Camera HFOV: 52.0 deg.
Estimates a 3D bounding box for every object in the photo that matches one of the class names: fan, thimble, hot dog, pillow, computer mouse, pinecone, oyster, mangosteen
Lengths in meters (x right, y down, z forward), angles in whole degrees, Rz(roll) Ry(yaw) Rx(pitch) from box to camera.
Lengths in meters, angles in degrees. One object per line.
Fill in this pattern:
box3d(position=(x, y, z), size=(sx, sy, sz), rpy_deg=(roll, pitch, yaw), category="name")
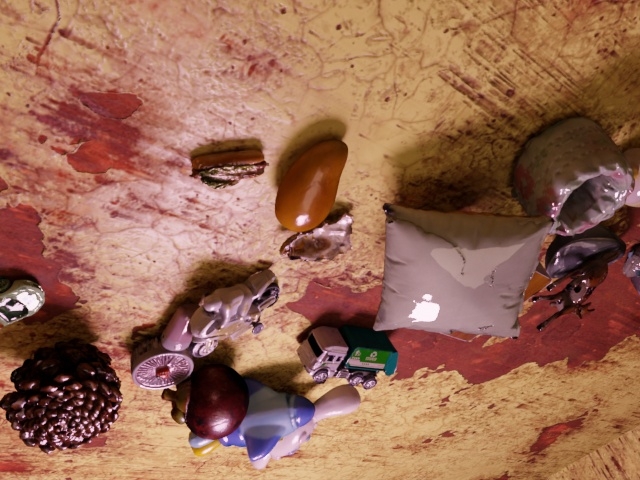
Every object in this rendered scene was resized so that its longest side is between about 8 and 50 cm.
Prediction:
box3d(position=(-0.313, 0.222, 1.375), size=(0.130, 0.074, 0.244), rpy_deg=(11, 128, -33), category="fan")
box3d(position=(0.472, -0.115, 1.250), size=(0.185, 0.149, 0.211), rpy_deg=(17, 129, -40), category="thimble")
box3d(position=(-0.148, -0.115, 1.068), size=(0.133, 0.041, 0.056), rpy_deg=(-9, 140, -14), category="hot dog")
box3d(position=(0.261, 0.067, 1.261), size=(0.312, 0.119, 0.310), rpy_deg=(2, 129, 0), category="pillow")
box3d(position=(0.620, 0.027, 1.537), size=(0.167, 0.090, 0.379), rpy_deg=(-30, 155, 24), category="computer mouse")
box3d(position=(-0.497, 0.297, 1.286), size=(0.221, 0.221, 0.221), rpy_deg=(-12, 141, -10), category="pinecone")
box3d(position=(-0.009, -0.003, 1.252), size=(0.148, 0.051, 0.103), rpy_deg=(-14, 130, -21), category="oyster")
box3d(position=(-0.261, 0.363, 1.489), size=(0.199, 0.200, 0.200), rpy_deg=(-12, 141, -10), category="mangosteen")

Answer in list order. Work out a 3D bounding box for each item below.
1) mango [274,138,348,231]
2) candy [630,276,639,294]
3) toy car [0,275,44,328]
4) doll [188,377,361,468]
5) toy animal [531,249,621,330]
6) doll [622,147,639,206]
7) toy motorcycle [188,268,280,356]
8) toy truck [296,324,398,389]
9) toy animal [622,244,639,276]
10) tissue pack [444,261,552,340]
box3d(position=(-0.015, -0.092, 1.121), size=(0.102, 0.085, 0.184), rpy_deg=(10, 128, -32), category="mango")
box3d(position=(0.980, 0.057, 1.738), size=(0.312, 0.061, 0.088), rpy_deg=(-19, 143, 0), category="candy")
box3d(position=(-0.580, 0.125, 1.158), size=(0.186, 0.058, 0.093), rpy_deg=(-22, 140, 3), category="toy car")
box3d(position=(-0.127, 0.474, 1.662), size=(0.365, 0.187, 0.376), rpy_deg=(24, 107, -50), category="doll")
box3d(position=(0.579, 0.122, 1.474), size=(0.260, 0.087, 0.243), rpy_deg=(-14, 154, -34), category="toy animal")
box3d(position=(0.713, -0.125, 1.346), size=(0.296, 0.117, 0.141), rpy_deg=(1, 150, -14), category="doll")
box3d(position=(-0.180, 0.140, 1.309), size=(0.228, 0.074, 0.151), rpy_deg=(-36, 144, -10), category="toy motorcycle")
box3d(position=(0.073, 0.275, 1.577), size=(0.253, 0.114, 0.124), rpy_deg=(16, 116, -36), category="toy truck")
box3d(position=(0.842, 0.004, 1.616), size=(0.079, 0.070, 0.253), rpy_deg=(-8, 140, -40), category="toy animal")
box3d(position=(0.348, 0.089, 1.447), size=(0.159, 0.136, 0.246), rpy_deg=(21, 127, -40), category="tissue pack")
